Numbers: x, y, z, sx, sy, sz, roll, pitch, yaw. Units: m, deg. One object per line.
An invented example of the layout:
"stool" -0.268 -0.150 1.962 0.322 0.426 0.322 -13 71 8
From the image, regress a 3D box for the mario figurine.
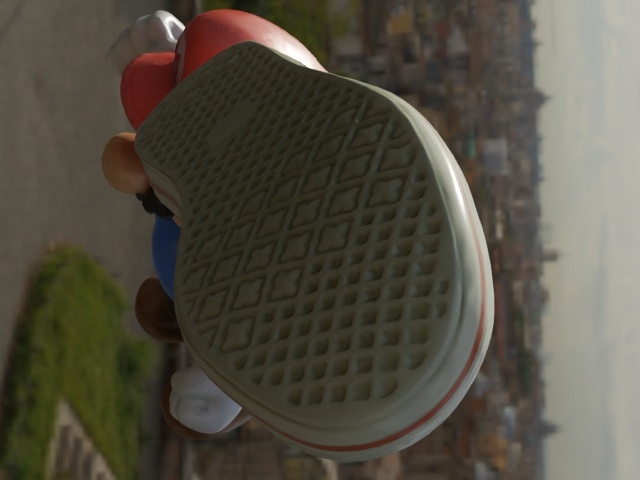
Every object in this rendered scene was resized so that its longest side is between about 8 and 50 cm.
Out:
"mario figurine" -0.088 -0.010 0.897 0.170 0.198 0.320 -44 158 -35

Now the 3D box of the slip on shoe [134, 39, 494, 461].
"slip on shoe" 0.000 0.000 0.601 0.101 0.123 0.331 49 1 -23
